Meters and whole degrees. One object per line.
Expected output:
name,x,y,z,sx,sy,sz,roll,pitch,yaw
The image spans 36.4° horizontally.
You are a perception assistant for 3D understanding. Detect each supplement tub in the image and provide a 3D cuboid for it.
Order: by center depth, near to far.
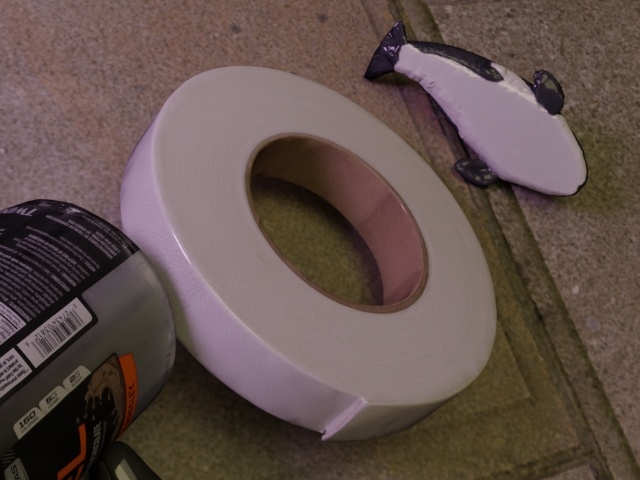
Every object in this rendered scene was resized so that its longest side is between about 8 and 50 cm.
supplement tub,-0.267,0.123,0.687,0.207,0.207,0.338,40,36,2

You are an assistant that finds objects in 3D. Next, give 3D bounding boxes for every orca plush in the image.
orca plush,0.188,-0.151,1.165,0.287,0.102,0.151,21,102,1

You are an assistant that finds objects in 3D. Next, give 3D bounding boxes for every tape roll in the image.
tape roll,0.000,0.000,0.925,0.392,0.072,0.392,25,41,-24

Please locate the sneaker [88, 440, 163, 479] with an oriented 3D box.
sneaker,-0.096,0.254,0.826,0.132,0.086,0.228,-25,86,-36
